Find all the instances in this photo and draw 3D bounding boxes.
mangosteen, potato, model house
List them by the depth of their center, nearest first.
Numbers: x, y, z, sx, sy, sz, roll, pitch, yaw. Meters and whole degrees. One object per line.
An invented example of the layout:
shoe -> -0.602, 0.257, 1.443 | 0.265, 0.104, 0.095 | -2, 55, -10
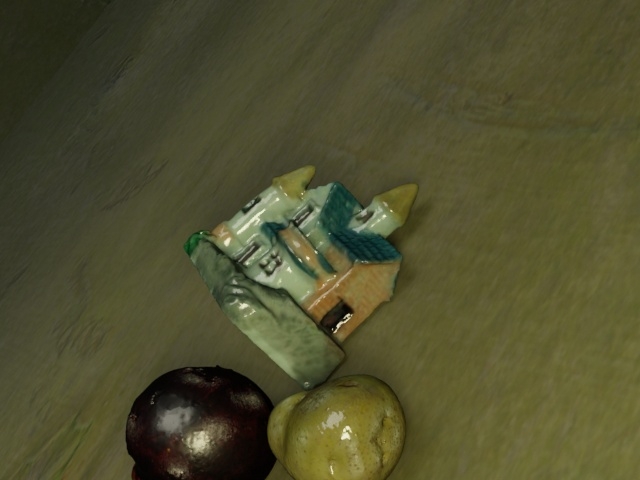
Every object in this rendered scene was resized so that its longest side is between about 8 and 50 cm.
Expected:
potato -> 0.012, 0.239, 1.262 | 0.194, 0.157, 0.157 | -5, 50, 45
mangosteen -> -0.162, 0.290, 1.366 | 0.211, 0.211, 0.249 | 16, 95, 52
model house -> 0.000, 0.000, 1.497 | 0.325, 0.194, 0.267 | -41, 34, -1
